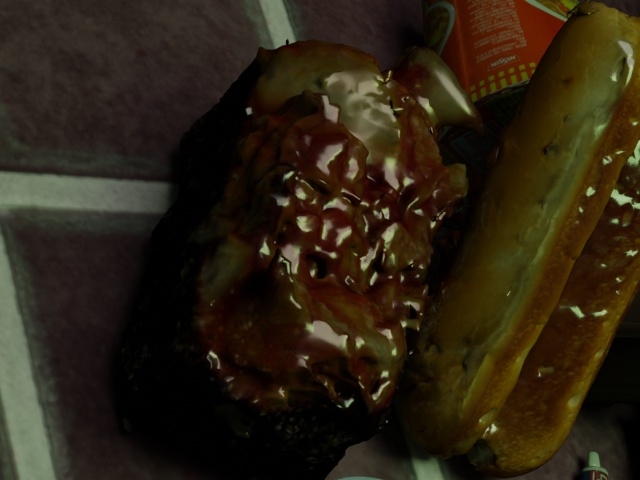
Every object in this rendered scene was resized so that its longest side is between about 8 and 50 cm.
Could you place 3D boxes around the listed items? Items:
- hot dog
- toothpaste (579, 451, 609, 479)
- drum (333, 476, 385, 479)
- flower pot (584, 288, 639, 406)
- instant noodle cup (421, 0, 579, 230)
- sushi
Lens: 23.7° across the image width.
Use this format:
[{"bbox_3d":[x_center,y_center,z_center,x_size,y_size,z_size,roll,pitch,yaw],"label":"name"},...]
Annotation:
[{"bbox_3d":[0.160,-0.001,1.092,0.158,0.349,0.117,23,4,-39],"label":"hot dog"},{"bbox_3d":[0.208,0.222,1.149,0.037,0.021,0.140,23,51,-24],"label":"toothpaste"},{"bbox_3d":[0.025,0.242,0.909,0.130,0.049,0.253,18,35,-6],"label":"drum"},{"bbox_3d":[0.288,0.066,1.239,0.251,0.179,0.084,-25,106,-47],"label":"flower pot"},{"bbox_3d":[0.164,-0.136,1.265,0.193,0.193,0.212,20,42,-28],"label":"instant noodle cup"},{"bbox_3d":[0.000,0.000,1.021,0.196,0.182,0.343,36,46,-24],"label":"sushi"}]
